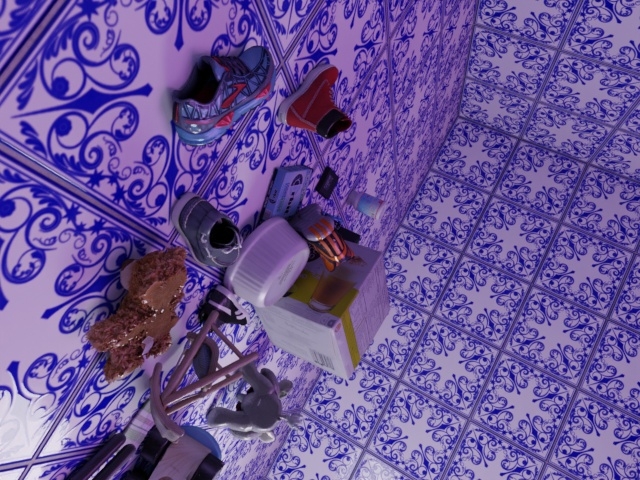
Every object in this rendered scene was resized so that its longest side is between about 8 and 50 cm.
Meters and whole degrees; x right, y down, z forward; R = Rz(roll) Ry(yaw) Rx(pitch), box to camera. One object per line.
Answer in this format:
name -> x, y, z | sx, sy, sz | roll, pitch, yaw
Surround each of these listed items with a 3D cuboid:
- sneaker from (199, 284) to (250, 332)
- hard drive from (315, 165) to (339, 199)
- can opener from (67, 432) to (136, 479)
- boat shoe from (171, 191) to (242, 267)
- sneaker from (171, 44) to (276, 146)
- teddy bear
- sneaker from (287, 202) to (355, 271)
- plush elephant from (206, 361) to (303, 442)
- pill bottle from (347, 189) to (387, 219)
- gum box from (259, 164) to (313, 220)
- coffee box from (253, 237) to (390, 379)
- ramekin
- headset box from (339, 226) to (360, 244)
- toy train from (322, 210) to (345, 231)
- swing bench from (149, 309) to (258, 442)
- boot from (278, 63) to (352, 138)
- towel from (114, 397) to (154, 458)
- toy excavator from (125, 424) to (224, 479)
sneaker -> -0.283, 0.221, 1.368 | 0.121, 0.079, 0.216 | -53, 152, -21
hard drive -> 0.026, -0.206, 1.733 | 0.094, 0.022, 0.135 | -64, 163, -1
can opener -> -0.560, 0.575, 1.099 | 0.095, 0.076, 0.283 | -35, -173, 42
boat shoe -> -0.240, 0.001, 1.117 | 0.116, 0.099, 0.319 | -59, 162, -17
sneaker -> -0.172, -0.293, 0.885 | 0.261, 0.104, 0.125 | -56, 159, -26
teddy bear -> -0.370, 0.150, 0.981 | 0.245, 0.113, 0.338 | -41, 161, -36
sneaker -> 0.000, 0.000, 1.492 | 0.125, 0.180, 0.321 | -33, -157, -1
plush elephant -> -0.231, 0.636, 1.834 | 0.271, 0.330, 0.255 | -65, -177, -21
pill bottle -> 0.201, -0.158, 2.084 | 0.087, 0.160, 0.087 | -54, 161, -28
gum box -> -0.098, -0.143, 1.424 | 0.184, 0.041, 0.156 | -26, 140, -64
coffee box -> 0.012, 0.209, 1.658 | 0.334, 0.338, 0.338 | -53, 147, -30
ramekin -> -0.145, 0.073, 1.386 | 0.273, 0.127, 0.273 | -49, 165, -18
headset box -> 0.047, 0.102, 2.059 | 0.246, 0.131, 0.283 | -47, 156, -46
toy train -> 0.022, -0.070, 1.778 | 0.080, 0.105, 0.184 | -62, 163, 4
swing bench -> -0.314, 0.341, 1.169 | 0.255, 0.165, 0.253 | -43, 174, -32
boot -> 0.028, -0.361, 1.250 | 0.244, 0.176, 0.088 | -55, 160, -30
towel -> -0.480, 0.501, 1.268 | 0.152, 0.023, 0.113 | -56, 162, -24
toy excavator -> -0.449, 0.775, 1.494 | 0.432, 0.222, 0.445 | -60, 171, -7
